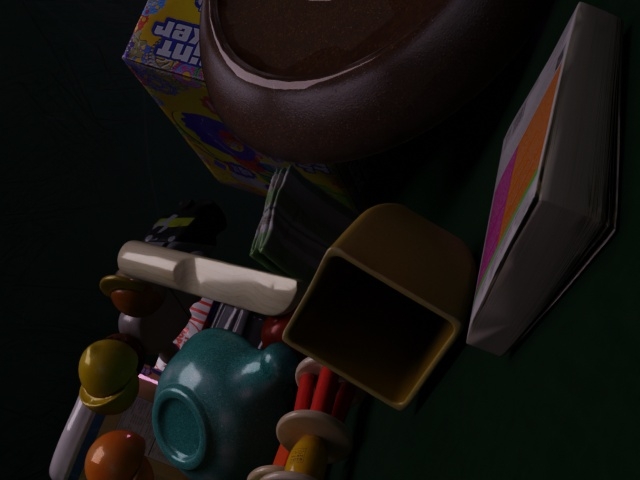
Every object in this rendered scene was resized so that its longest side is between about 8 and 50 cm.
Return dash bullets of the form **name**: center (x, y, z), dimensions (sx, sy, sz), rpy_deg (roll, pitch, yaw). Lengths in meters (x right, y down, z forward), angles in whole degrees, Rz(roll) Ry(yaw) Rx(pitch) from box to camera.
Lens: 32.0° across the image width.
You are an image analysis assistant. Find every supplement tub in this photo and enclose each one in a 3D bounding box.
- **supplement tub**: center (-0.160, 0.213, 1.143), dimensions (0.144, 0.200, 0.144), rpy_deg (-157, 90, -84)

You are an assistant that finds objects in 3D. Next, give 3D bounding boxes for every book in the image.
- **book**: center (0.101, -0.030, 0.510), dimensions (0.096, 0.035, 0.144), rpy_deg (114, 176, -47)

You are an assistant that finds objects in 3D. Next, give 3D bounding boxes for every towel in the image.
- **towel**: center (0.000, 0.000, 0.951), dimensions (0.023, 0.113, 0.152), rpy_deg (-51, 13, 26)

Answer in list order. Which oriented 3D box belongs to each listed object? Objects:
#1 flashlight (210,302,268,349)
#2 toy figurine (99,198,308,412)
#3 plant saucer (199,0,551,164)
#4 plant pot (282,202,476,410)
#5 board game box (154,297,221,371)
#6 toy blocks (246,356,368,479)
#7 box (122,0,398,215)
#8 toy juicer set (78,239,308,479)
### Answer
- **flashlight**: center (-0.123, 0.222, 1.269), dimensions (0.103, 0.103, 0.304), rpy_deg (-164, 98, -86)
- **toy figurine**: center (-0.103, 0.091, 1.024), dimensions (0.148, 0.209, 0.213), rpy_deg (-54, -2, -35)
- **plant saucer**: center (0.027, -0.202, 0.796), dimensions (0.311, 0.050, 0.310), rpy_deg (-16, 59, 28)
- **plant pot**: center (0.041, 0.027, 0.626), dimensions (0.083, 0.081, 0.081), rpy_deg (-55, -5, -49)
- **board game box**: center (-0.125, 0.150, 1.363), dimensions (0.193, 0.045, 0.146), rpy_deg (33, -103, -60)
- **toy blocks**: center (-0.010, 0.139, 0.771), dimensions (0.148, 0.054, 0.123), rpy_deg (-70, 4, -46)
- **box**: center (-0.008, -0.203, 1.046), dimensions (0.290, 0.177, 0.279), rpy_deg (59, -130, -69)
- **toy juicer set**: center (-0.103, 0.117, 0.894), dimensions (0.089, 0.209, 0.329), rpy_deg (-13, -51, -45)
